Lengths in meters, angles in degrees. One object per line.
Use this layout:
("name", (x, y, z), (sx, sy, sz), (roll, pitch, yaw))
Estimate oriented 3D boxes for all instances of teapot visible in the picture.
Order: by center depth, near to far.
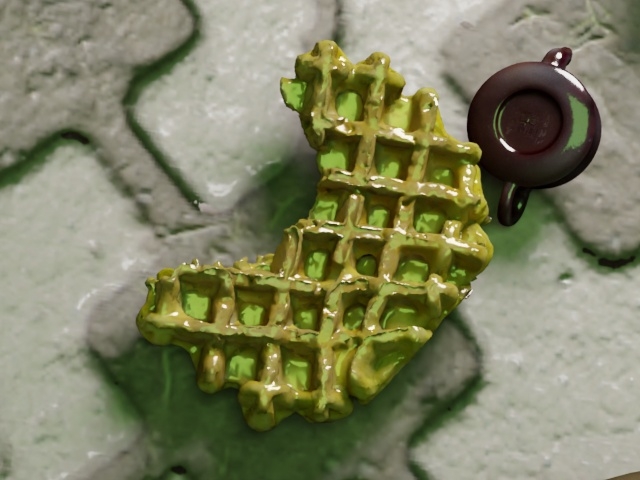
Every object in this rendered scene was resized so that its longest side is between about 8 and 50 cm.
("teapot", (0.113, -0.055, 0.945), (0.068, 0.045, 0.100), (18, 92, 20))

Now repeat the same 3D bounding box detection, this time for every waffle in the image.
("waffle", (0.000, 0.000, 0.910), (0.149, 0.051, 0.194), (43, 79, 5))

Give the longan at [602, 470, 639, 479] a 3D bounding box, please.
("longan", (0.181, 0.217, 0.786), (0.258, 0.258, 0.258), (2, 76, -8))
